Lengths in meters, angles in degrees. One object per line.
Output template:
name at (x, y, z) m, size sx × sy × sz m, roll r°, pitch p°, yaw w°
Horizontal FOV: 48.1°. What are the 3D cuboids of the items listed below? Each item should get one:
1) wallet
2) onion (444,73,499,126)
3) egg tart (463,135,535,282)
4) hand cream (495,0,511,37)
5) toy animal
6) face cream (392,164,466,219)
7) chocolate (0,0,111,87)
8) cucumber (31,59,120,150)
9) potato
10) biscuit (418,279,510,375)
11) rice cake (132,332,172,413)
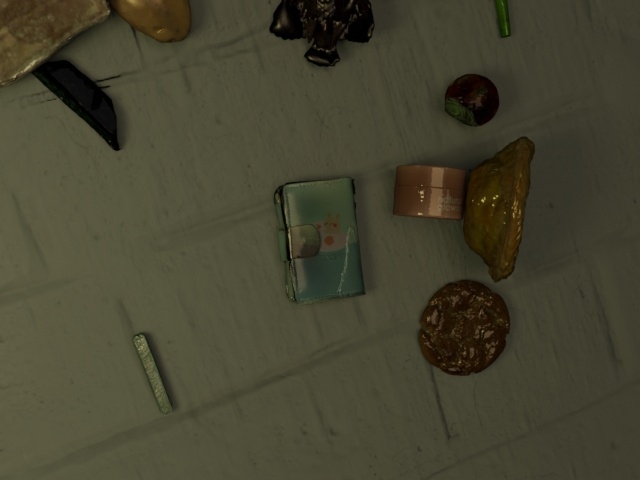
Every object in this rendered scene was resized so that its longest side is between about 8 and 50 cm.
wallet at (0.000, 0.000, 1.485) m, size 0.176 × 0.075 × 0.251 m, roll -7°, pitch 93°, yaw -19°
onion at (0.331, -0.307, 1.547) m, size 0.117 × 0.118 × 0.119 m, roll 42°, pitch 81°, yaw -9°
egg tart at (0.364, -0.067, 1.497) m, size 0.128 × 0.319 × 0.319 m, roll 8°, pitch 90°, yaw 12°
hand cream at (0.408, -0.518, 1.607) m, size 0.036 × 0.023 × 0.122 m, roll -8°, pitch 90°, yaw -11°
toy animal at (0.009, -0.464, 1.477) m, size 0.218 × 0.116 × 0.180 m, roll 4°, pitch 61°, yaw 11°
face cream at (0.229, -0.099, 1.505) m, size 0.149 × 0.149 × 0.104 m, roll 4°, pitch 92°, yaw -16°
chocolate at (-0.540, -0.410, 1.305) m, size 0.303 × 0.100 × 0.185 m, roll -33°, pitch 103°, yaw -2°
cucumber at (-0.447, -0.271, 1.370) m, size 0.220 × 0.046 × 0.070 m, roll 44°, pitch 73°, yaw -12°
potato at (-0.338, -0.484, 1.348) m, size 0.161 × 0.128 × 0.235 m, roll -16°, pitch 101°, yaw -8°
biscuit at (0.324, 0.196, 1.598) m, size 0.225 × 0.042 × 0.226 m, roll -1°, pitch 93°, yaw -14°
rice cake at (-0.333, 0.264, 1.423) m, size 0.029 × 0.033 × 0.171 m, roll -22°, pitch 97°, yaw -17°
